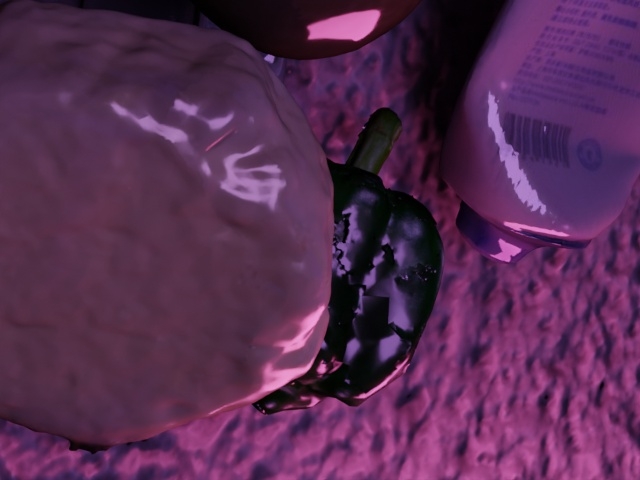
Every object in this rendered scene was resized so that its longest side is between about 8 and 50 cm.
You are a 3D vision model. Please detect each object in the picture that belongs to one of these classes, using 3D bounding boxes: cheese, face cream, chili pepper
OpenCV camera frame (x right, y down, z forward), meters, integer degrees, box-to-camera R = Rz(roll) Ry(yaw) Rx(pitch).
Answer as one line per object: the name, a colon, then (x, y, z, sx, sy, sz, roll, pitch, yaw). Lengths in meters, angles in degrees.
cheese: (-0.150, 0.001, 1.164, 0.318, 0.326, 0.115, 51, 23, -29)
face cream: (0.230, -0.163, 1.444, 0.235, 0.137, 0.420, 9, 120, -35)
chili pepper: (0.000, 0.000, 1.357, 0.165, 0.174, 0.261, 26, 67, -29)

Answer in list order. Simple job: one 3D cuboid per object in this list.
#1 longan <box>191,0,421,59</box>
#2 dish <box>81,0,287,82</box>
longan: (-0.011, -0.236, 1.166, 0.215, 0.246, 0.246, -5, 103, -6)
dish: (-0.072, -0.204, 1.315, 0.182, 0.080, 0.243, 5, 96, -39)
